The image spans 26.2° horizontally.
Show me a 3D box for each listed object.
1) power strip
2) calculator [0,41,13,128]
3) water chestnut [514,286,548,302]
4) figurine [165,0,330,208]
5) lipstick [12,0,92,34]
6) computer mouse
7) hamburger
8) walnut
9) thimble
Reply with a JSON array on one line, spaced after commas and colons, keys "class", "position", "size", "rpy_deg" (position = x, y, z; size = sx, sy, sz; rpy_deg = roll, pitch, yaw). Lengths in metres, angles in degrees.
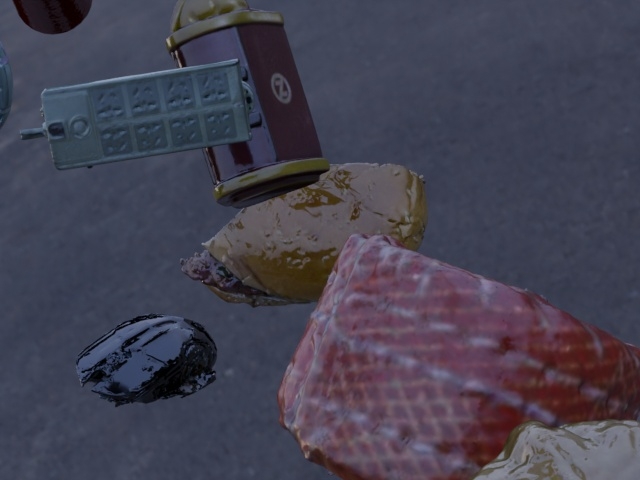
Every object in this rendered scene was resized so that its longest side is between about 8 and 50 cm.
[{"class": "power strip", "position": [-0.105, -0.070, 0.786], "size": [0.136, 0.051, 0.019], "rpy_deg": [-8, 13, 1]}, {"class": "calculator", "position": [-0.465, -0.196, 1.590], "size": [0.246, 0.141, 0.045], "rpy_deg": [10, 27, 19]}, {"class": "water chestnut", "position": [0.180, 0.196, 1.729], "size": [0.347, 0.335, 0.335], "rpy_deg": [34, 54, 21]}, {"class": "figurine", "position": [-0.065, -0.101, 0.924], "size": [0.082, 0.154, 0.098], "rpy_deg": [-19, -2, 21]}, {"class": "lipstick", "position": [-0.259, -0.259, 1.230], "size": [0.080, 0.080, 0.241], "rpy_deg": [-29, -9, -6]}, {"class": "computer mouse", "position": [-0.230, 0.153, 1.865], "size": [0.146, 0.078, 0.241], "rpy_deg": [22, 27, 30]}, {"class": "hamburger", "position": [0.000, 0.000, 1.720], "size": [0.282, 0.245, 0.155], "rpy_deg": [-52, -9, -27]}, {"class": "walnut", "position": [0.190, 0.234, 0.980], "size": [0.224, 0.261, 0.225], "rpy_deg": [-4, 59, 6]}, {"class": "thimble", "position": [0.143, 0.150, 1.364], "size": [0.350, 0.350, 0.231], "rpy_deg": [20, 86, 61]}]
